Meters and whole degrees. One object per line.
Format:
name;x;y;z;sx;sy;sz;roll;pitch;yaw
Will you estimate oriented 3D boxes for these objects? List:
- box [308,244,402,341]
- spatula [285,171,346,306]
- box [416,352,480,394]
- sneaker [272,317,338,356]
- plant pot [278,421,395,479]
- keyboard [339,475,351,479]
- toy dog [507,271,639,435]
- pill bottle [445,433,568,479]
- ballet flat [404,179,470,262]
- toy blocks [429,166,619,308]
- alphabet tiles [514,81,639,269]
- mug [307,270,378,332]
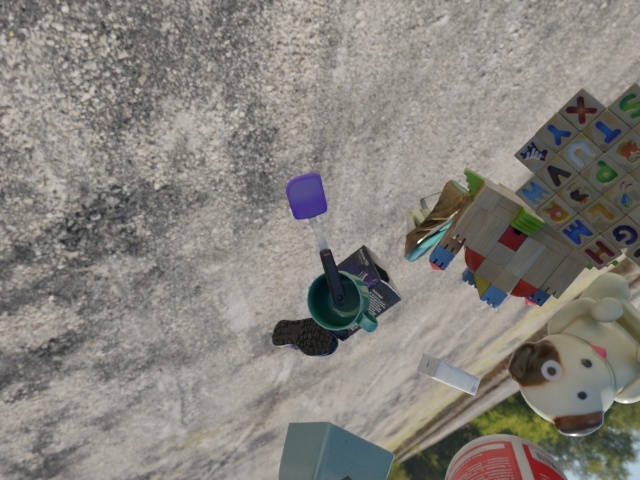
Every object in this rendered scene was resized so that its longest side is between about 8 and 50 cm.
box;0.089;0.140;1.308;0.207;0.153;0.108;-40;126;13
spatula;0.000;0.000;1.053;0.084;0.296;0.030;-16;171;-10
box;0.436;0.451;1.638;0.324;0.063;0.067;31;78;-43
sneaker;-0.017;0.290;1.446;0.124;0.107;0.283;27;164;-32
plant pot;0.020;0.691;1.405;0.248;0.252;0.247;33;148;-19
keyboard;0.108;0.605;1.083;0.023;0.180;0.108;-47;152;6
toy dog;0.638;0.292;1.211;0.408;0.284;0.395;-12;156;-44
pill bottle;0.303;0.473;0.741;0.229;0.229;0.408;-36;170;11
ballet flat;0.313;-0.060;1.391;0.116;0.124;0.342;-24;163;-26
toy blocks;0.443;0.038;1.173;0.260;0.381;0.191;-61;176;24
alphabet tiles;0.552;-0.106;0.914;0.011;0.342;0.285;-36;168;-51
mug;0.052;0.146;1.102;0.130;0.157;0.097;-25;168;19
